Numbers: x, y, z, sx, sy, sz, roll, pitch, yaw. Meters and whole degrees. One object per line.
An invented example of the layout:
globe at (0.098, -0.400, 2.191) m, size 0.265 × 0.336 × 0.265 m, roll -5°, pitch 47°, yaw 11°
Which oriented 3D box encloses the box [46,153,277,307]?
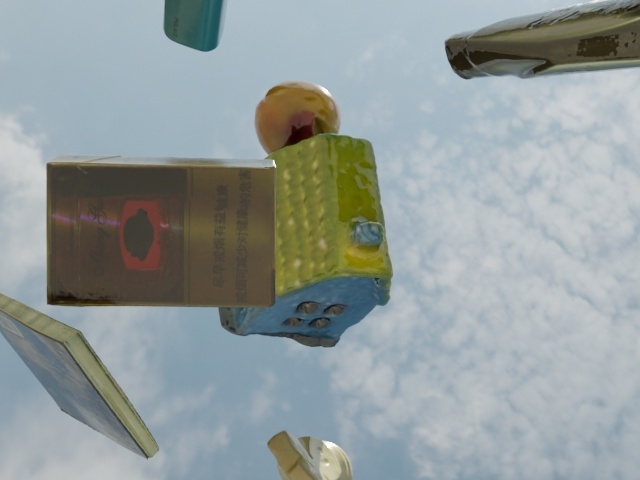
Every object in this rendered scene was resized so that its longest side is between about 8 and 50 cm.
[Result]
box at (-0.166, -0.009, 0.977) m, size 0.240 × 0.071 × 0.159 m, roll 2°, pitch -83°, yaw -2°

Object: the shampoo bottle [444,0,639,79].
shampoo bottle at (0.301, -0.242, 1.114) m, size 0.350 × 0.125 × 0.084 m, roll 5°, pitch -63°, yaw 52°

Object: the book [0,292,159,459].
book at (-0.272, 0.144, 0.985) m, size 0.160 × 0.228 × 0.024 m, roll 19°, pitch -123°, yaw 31°

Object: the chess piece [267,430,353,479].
chess piece at (-0.014, 0.280, 1.113) m, size 0.090 × 0.200 × 0.090 m, roll -3°, pitch -108°, yaw 8°

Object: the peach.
peach at (-0.039, -0.187, 1.443) m, size 0.138 × 0.138 × 0.138 m, roll -12°, pitch -115°, yaw 27°

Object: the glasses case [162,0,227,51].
glasses case at (-0.218, -0.462, 1.611) m, size 0.117 × 0.301 × 0.070 m, roll 15°, pitch -120°, yaw -3°

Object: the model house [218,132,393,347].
model house at (0.000, 0.000, 1.365) m, size 0.303 × 0.215 × 0.237 m, roll -42°, pitch -133°, yaw 50°
